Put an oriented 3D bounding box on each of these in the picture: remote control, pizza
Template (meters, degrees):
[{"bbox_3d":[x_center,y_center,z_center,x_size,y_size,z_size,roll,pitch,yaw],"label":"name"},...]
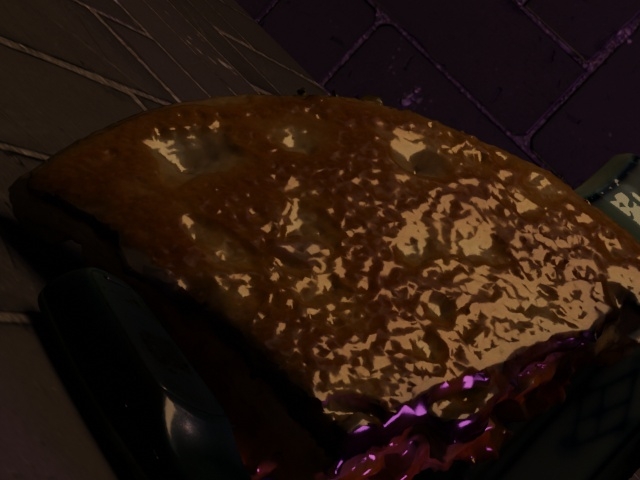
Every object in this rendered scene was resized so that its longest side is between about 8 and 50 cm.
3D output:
[{"bbox_3d":[-0.073,0.091,0.807,0.072,0.042,0.222,29,17,-50],"label":"remote control"},{"bbox_3d":[0.024,0.030,0.958,0.408,0.114,0.278,5,52,-12],"label":"pizza"}]

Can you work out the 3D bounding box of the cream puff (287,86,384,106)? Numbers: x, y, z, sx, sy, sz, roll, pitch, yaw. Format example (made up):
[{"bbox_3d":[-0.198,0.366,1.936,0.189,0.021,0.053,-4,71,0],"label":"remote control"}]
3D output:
[{"bbox_3d":[-0.005,0.003,1.161,0.194,0.195,0.221,41,-3,-15],"label":"cream puff"}]

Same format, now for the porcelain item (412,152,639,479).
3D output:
[{"bbox_3d":[0.189,0.088,1.183,0.157,0.286,0.281,43,6,15],"label":"porcelain item"}]
